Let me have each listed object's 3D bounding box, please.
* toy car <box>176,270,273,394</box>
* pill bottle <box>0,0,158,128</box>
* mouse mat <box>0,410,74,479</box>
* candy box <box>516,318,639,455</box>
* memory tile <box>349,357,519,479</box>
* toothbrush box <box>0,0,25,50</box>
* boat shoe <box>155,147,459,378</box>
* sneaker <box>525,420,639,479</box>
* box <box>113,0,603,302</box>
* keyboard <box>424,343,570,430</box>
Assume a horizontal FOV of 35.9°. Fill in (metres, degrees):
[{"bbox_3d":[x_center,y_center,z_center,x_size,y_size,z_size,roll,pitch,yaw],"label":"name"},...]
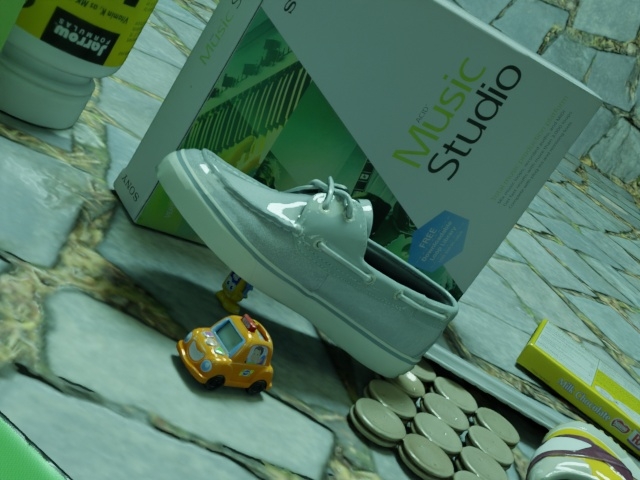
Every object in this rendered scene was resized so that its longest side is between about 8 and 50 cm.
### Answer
[{"bbox_3d":[-0.057,0.042,0.588,0.060,0.040,0.122,24,21,-28],"label":"toy car"},{"bbox_3d":[-0.175,-0.194,0.714,0.119,0.208,0.119,30,18,-11],"label":"pill bottle"},{"bbox_3d":[-0.167,0.091,0.336,0.152,0.007,0.190,38,20,14],"label":"mouse mat"},{"bbox_3d":[0.272,0.151,0.888,0.206,0.027,0.105,38,16,12],"label":"candy box"},{"bbox_3d":[0.079,0.124,0.656,0.113,0.012,0.148,36,19,7],"label":"memory tile"},{"bbox_3d":[-0.240,-0.243,0.614,0.122,0.283,0.206,19,24,-39],"label":"toothbrush box"},{"bbox_3d":[0.001,0.001,0.622,0.227,0.081,0.079,38,13,-30],"label":"boat shoe"},{"bbox_3d":[0.213,0.196,0.632,0.185,0.069,0.084,32,25,14],"label":"sneaker"},{"bbox_3d":[0.040,-0.075,0.744,0.322,0.232,0.058,19,22,-36],"label":"box"},{"bbox_3d":[0.128,0.109,0.758,0.256,0.014,0.072,31,-1,-10],"label":"keyboard"}]
